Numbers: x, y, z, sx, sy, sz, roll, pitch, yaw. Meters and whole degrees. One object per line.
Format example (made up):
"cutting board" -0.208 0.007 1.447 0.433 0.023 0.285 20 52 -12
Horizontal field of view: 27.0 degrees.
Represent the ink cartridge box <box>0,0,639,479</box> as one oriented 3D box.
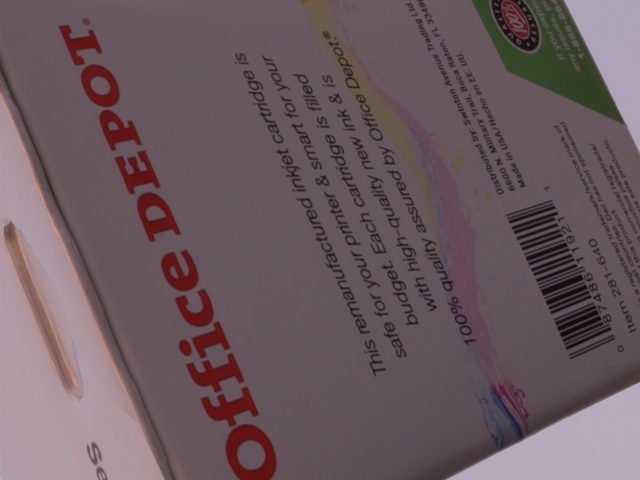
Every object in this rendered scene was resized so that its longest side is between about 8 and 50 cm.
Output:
"ink cartridge box" 0.000 0.000 0.518 0.278 0.117 0.201 -17 -101 -40
